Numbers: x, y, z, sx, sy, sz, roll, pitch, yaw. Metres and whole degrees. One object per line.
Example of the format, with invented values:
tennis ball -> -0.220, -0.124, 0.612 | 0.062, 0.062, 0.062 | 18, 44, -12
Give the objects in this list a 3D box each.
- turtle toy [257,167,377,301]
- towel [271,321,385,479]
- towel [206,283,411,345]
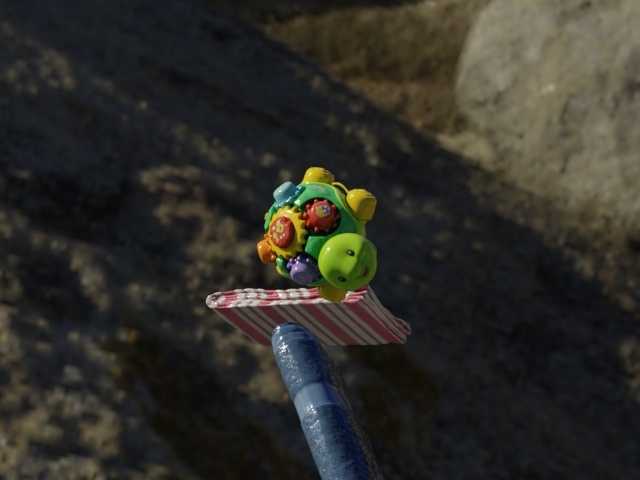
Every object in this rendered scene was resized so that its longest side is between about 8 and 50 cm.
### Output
turtle toy -> 0.000, 0.000, 1.415 | 0.066, 0.095, 0.130 | 3, 19, -46
towel -> 0.008, 0.103, 0.992 | 0.029, 0.067, 0.119 | -25, 56, 4
towel -> -0.012, 0.084, 2.037 | 0.197, 0.144, 0.029 | -3, 66, 24
